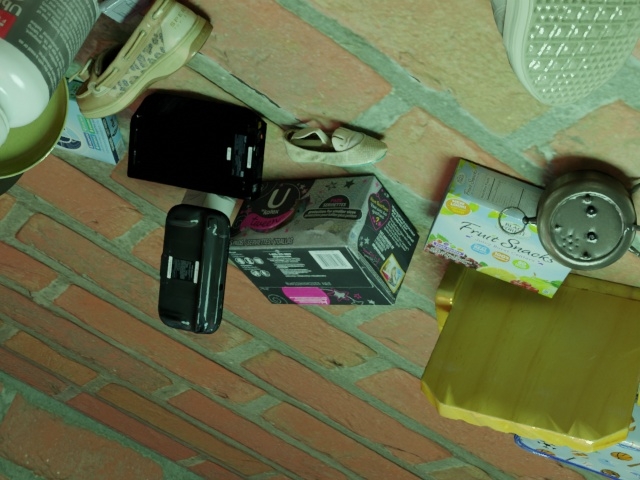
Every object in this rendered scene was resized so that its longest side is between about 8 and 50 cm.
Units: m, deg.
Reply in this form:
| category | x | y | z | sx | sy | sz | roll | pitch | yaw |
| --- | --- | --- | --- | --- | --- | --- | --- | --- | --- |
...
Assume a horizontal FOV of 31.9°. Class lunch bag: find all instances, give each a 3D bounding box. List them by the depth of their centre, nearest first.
| category | x | y | z | sx | sy | sz | roll | pitch | yaw |
| --- | --- | --- | --- | --- | --- | --- | --- | --- | --- |
| lunch bag | 0.515 | 0.361 | 2.047 | 0.303 | 0.115 | 0.243 | 19 | 154 | 8 |

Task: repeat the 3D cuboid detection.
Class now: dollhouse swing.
| category | x | y | z | sx | sy | sz | roll | pitch | yaw |
| --- | --- | --- | --- | --- | --- | --- | --- | --- | --- |
| dollhouse swing | 0.338 | 0.215 | 1.718 | 0.347 | 0.305 | 0.315 | 12 | 150 | 17 |

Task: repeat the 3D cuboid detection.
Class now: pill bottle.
| category | x | y | z | sx | sy | sz | roll | pitch | yaw |
| --- | --- | --- | --- | --- | --- | --- | --- | --- | --- |
| pill bottle | -0.400 | -0.256 | 1.413 | 0.176 | 0.318 | 0.176 | 16 | 151 | 9 |

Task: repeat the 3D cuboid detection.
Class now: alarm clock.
| category | x | y | z | sx | sy | sz | roll | pitch | yaw |
| --- | --- | --- | --- | --- | --- | --- | --- | --- | --- |
| alarm clock | 0.332 | -0.025 | 1.484 | 0.192 | 0.064 | 0.129 | 0 | 109 | 14 |

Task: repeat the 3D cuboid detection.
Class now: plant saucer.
| category | x | y | z | sx | sy | sz | roll | pitch | yaw |
| --- | --- | --- | --- | --- | --- | --- | --- | --- | --- |
| plant saucer | -0.500 | -0.214 | 1.696 | 0.241 | 0.241 | 0.037 | 26 | -175 | -6 |

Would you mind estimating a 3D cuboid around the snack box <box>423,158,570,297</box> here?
| category | x | y | z | sx | sy | sz | roll | pitch | yaw |
| --- | --- | --- | --- | --- | --- | --- | --- | --- | --- |
| snack box | 0.269 | -0.014 | 1.614 | 0.207 | 0.070 | 0.174 | 20 | 151 | 2 |

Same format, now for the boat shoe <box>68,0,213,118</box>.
| category | x | y | z | sx | sy | sz | roll | pitch | yaw |
| --- | --- | --- | --- | --- | --- | --- | --- | --- | --- |
| boat shoe | -0.264 | -0.258 | 1.557 | 0.285 | 0.104 | 0.089 | -25 | 124 | 41 |

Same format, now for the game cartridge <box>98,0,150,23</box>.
| category | x | y | z | sx | sy | sz | roll | pitch | yaw |
| --- | --- | --- | --- | --- | --- | --- | --- | --- | --- |
| game cartridge | -0.255 | -0.312 | 1.472 | 0.017 | 0.056 | 0.083 | 61 | -173 | 4 |

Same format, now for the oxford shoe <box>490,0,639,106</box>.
| category | x | y | z | sx | sy | sz | roll | pitch | yaw |
| --- | --- | --- | --- | --- | --- | --- | --- | --- | --- |
| oxford shoe | 0.221 | -0.297 | 1.117 | 0.130 | 0.169 | 0.449 | 58 | -176 | 37 |

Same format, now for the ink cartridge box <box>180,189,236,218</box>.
| category | x | y | z | sx | sy | sz | roll | pitch | yaw |
| --- | --- | --- | --- | --- | --- | --- | --- | --- | --- |
| ink cartridge box | -0.184 | -0.053 | 1.805 | 0.056 | 0.135 | 0.099 | 32 | 151 | -24 |

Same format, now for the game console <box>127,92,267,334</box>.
| category | x | y | z | sx | sy | sz | roll | pitch | yaw |
| --- | --- | --- | --- | --- | --- | --- | --- | --- | --- |
| game console | -0.199 | -0.035 | 1.702 | 0.213 | 0.361 | 0.044 | 12 | -165 | 20 |

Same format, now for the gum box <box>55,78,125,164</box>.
| category | x | y | z | sx | sy | sz | roll | pitch | yaw |
| --- | --- | --- | --- | --- | --- | --- | --- | --- | --- |
| gum box | -0.419 | -0.204 | 1.810 | 0.184 | 0.041 | 0.157 | 16 | 151 | 12 |

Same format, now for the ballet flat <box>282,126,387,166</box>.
| category | x | y | z | sx | sy | sz | roll | pitch | yaw |
| --- | --- | --- | --- | --- | --- | --- | --- | --- | --- |
| ballet flat | 0.015 | -0.137 | 1.603 | 0.168 | 0.057 | 0.052 | 1 | 136 | 33 |

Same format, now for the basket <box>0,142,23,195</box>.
| category | x | y | z | sx | sy | sz | roll | pitch | yaw |
| --- | --- | --- | --- | --- | --- | --- | --- | --- | --- |
| basket | -0.580 | -0.182 | 1.795 | 0.227 | 0.154 | 0.204 | 36 | 145 | 1 |

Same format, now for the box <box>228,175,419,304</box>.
| category | x | y | z | sx | sy | sz | roll | pitch | yaw |
| --- | --- | --- | --- | --- | --- | --- | --- | --- | --- |
| box | 0.000 | 0.000 | 1.758 | 0.247 | 0.142 | 0.163 | -2 | 142 | 36 |
